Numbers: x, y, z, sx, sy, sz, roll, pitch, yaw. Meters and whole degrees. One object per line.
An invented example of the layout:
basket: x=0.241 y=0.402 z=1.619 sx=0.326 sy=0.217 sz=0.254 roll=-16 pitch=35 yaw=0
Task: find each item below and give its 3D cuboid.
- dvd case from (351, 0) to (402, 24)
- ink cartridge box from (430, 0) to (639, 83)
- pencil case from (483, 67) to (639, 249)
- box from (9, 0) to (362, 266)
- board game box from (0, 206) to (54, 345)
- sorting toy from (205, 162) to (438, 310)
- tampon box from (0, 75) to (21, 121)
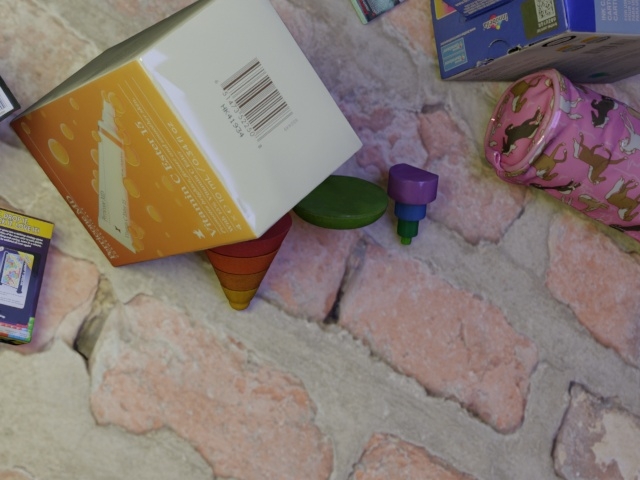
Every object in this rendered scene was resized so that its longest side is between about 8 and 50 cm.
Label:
dvd case: x=0.082 y=-0.356 z=1.883 sx=0.119 sy=0.013 sz=0.087 roll=-36 pitch=103 yaw=-32
ink cartridge box: x=0.335 y=-0.313 z=1.887 sx=0.395 sy=0.270 sz=0.151 roll=-5 pitch=85 yaw=-33
pencil case: x=0.411 y=-0.103 z=1.976 sx=0.386 sy=0.160 sz=0.167 roll=25 pitch=63 yaw=-28
box: x=-0.155 y=-0.116 z=1.500 sx=0.168 sy=0.345 sz=0.215 roll=-42 pitch=106 yaw=-29
board game box: x=-0.388 y=0.027 z=1.510 sx=0.170 sy=0.048 sz=0.141 roll=18 pitch=72 yaw=-29
sorting toy: x=0.000 y=0.000 z=1.752 sx=0.365 sy=0.127 sz=0.126 roll=-16 pitch=121 yaw=-36
tampon box: x=-0.411 y=-0.138 z=1.449 sx=0.120 sy=0.161 sz=0.101 roll=-38 pitch=105 yaw=-29
